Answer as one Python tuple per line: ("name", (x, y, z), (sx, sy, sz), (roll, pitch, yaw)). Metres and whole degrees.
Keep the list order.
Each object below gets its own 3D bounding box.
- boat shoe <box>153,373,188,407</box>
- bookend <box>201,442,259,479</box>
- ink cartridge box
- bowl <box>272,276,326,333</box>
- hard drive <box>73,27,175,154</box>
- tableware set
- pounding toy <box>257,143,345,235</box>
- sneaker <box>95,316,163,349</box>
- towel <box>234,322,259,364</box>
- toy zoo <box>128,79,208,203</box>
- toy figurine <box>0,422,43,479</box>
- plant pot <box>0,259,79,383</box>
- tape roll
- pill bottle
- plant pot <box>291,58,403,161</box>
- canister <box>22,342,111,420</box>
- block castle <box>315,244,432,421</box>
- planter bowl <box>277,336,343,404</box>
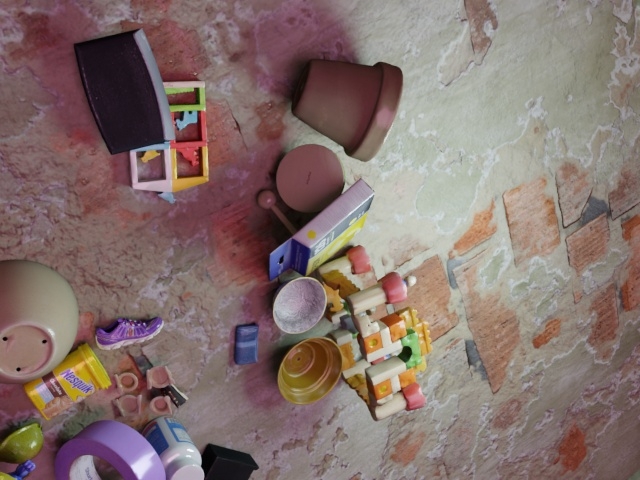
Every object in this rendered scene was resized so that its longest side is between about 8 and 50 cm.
("boat shoe", (-0.409, 0.404, 1.755), (0.042, 0.049, 0.133), (-46, 128, -18))
("bookend", (-0.290, 0.696, 1.911), (0.157, 0.072, 0.156), (28, 92, -35))
("ink cartridge box", (0.000, 0.000, 1.732), (0.307, 0.303, 0.072), (-42, 81, -14))
("bowl", (-0.074, 0.172, 1.853), (0.170, 0.080, 0.170), (-10, 111, -27))
("hard drive", (-0.436, -0.326, 1.451), (0.172, 0.054, 0.254), (-14, 110, -3))
("tableware set", (-0.464, 0.399, 1.710), (0.169, 0.020, 0.141), (-5, 108, -5))
("pounding toy", (-0.035, -0.139, 1.744), (0.183, 0.110, 0.237), (42, 95, 10))
("sneaker", (-0.481, 0.223, 1.644), (0.170, 0.068, 0.071), (-15, 108, -25))
("towel", (-0.210, 0.295, 1.847), (0.067, 0.029, 0.119), (-4, 109, -28))
("toy zoo", (-0.368, -0.234, 1.572), (0.192, 0.030, 0.293), (-10, 111, -27))
("toy figurine", (-0.715, 0.571, 1.447), (0.362, 0.217, 0.191), (-14, 118, -60))
("plant pot", (-0.674, 0.207, 1.449), (0.284, 0.191, 0.284), (-10, 112, -27))
("tape roll", (-0.524, 0.591, 1.622), (0.090, 0.275, 0.274), (-39, 133, -63))
("pill bottle", (-0.389, 0.571, 1.721), (0.124, 0.221, 0.124), (-10, 111, -27))
("plant pot", (0.056, -0.360, 1.672), (0.229, 0.263, 0.263), (18, 97, -15))
("canister", (-0.621, 0.348, 1.599), (0.170, 0.073, 0.126), (-30, 119, -17))
("block castle", (0.167, 0.265, 1.897), (0.213, 0.303, 0.453), (-20, 116, -16))
("planter bowl", (-0.048, 0.368, 1.930), (0.217, 0.090, 0.217), (-11, 112, -28))
